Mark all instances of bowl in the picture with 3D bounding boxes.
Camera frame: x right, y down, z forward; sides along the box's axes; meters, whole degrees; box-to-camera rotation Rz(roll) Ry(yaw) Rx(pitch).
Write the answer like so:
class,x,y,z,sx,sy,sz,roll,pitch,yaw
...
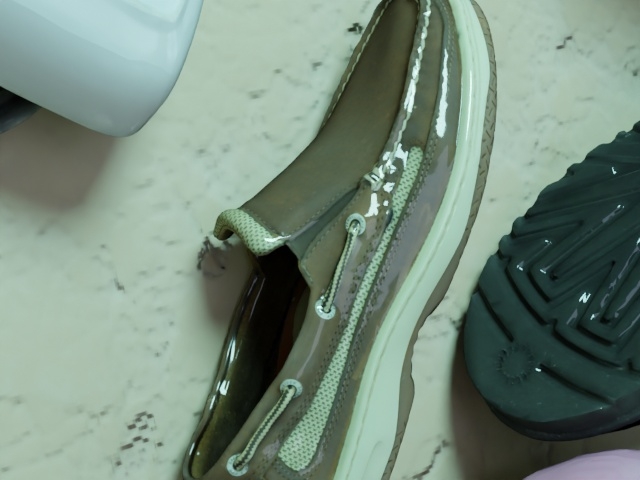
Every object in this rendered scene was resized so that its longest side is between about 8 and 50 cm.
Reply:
class,x,y,z,sx,sy,sz,roll,pitch,yaw
bowl,-0.097,-0.127,0.477,0.142,0.053,0.142,29,54,-30

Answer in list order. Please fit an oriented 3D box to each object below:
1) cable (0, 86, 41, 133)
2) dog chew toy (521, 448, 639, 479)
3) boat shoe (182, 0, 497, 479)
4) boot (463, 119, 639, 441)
class,x,y,z,sx,sy,sz,roll,pitch,yaw
cable,-0.200,-0.017,0.420,0.287,0.072,0.139,-20,97,-32
dog chew toy,0.215,0.160,0.551,0.206,0.332,0.206,42,29,-30
boat shoe,0.004,0.000,0.550,0.095,0.095,0.257,17,81,-27
boot,0.258,0.035,0.701,0.348,0.131,0.260,-40,132,-7
